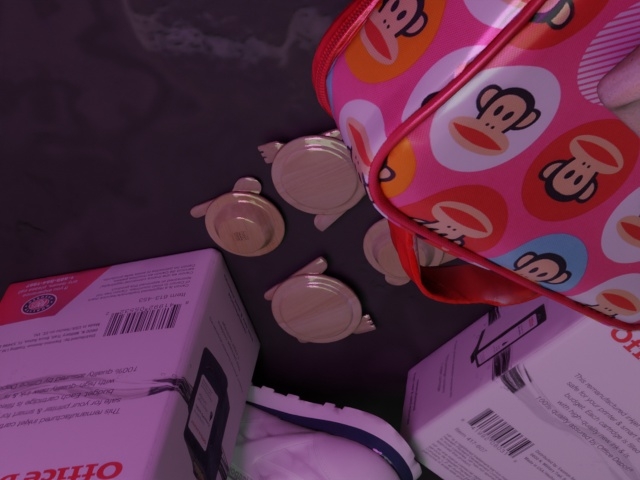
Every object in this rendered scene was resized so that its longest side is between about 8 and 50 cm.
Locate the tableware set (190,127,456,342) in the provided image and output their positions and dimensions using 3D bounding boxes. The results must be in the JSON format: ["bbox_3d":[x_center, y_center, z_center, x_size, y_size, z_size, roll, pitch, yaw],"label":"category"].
[{"bbox_3d":[0.000,0.000,0.910,0.141,0.020,0.169,-28,119,29],"label":"tableware set"}]

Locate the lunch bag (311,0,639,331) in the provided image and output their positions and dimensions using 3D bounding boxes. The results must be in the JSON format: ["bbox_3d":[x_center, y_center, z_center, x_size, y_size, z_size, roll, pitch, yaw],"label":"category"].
[{"bbox_3d":[0.146,-0.062,0.701,0.258,0.120,0.293,-45,136,19],"label":"lunch bag"}]

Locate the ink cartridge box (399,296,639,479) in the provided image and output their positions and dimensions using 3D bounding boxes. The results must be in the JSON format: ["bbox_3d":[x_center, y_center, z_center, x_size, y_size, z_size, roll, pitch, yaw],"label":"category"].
[{"bbox_3d":[0.177,0.105,0.919,0.148,0.086,0.203,39,123,-18],"label":"ink cartridge box"}]

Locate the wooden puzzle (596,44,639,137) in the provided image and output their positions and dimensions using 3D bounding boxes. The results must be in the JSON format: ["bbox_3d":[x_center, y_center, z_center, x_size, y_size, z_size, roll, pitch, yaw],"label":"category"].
[{"bbox_3d":[0.334,-0.093,0.619,0.322,0.080,0.348,-42,141,18],"label":"wooden puzzle"}]

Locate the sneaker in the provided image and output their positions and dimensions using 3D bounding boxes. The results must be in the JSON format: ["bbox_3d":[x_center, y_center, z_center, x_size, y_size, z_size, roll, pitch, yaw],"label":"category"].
[{"bbox_3d":[-0.043,0.164,0.955,0.235,0.095,0.090,0,135,46],"label":"sneaker"}]

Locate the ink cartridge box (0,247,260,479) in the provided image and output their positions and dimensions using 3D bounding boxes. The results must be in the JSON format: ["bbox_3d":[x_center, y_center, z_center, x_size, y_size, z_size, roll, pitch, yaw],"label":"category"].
[{"bbox_3d":[-0.151,0.125,0.890,0.172,0.237,0.100,-10,125,16],"label":"ink cartridge box"}]
